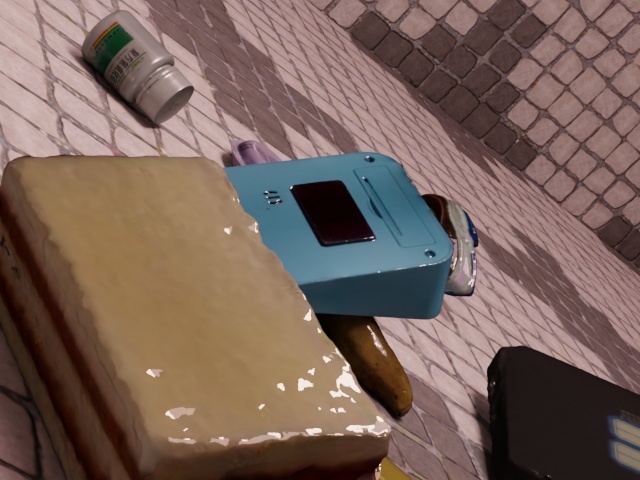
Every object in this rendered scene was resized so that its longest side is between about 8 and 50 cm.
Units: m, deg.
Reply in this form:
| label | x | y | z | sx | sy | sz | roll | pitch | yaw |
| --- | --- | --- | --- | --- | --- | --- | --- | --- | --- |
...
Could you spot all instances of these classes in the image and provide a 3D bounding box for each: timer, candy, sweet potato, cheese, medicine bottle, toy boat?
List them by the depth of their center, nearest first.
| label | x | y | z | sx | sy | sz | roll | pitch | yaw |
| --- | --- | --- | --- | --- | --- | --- | --- | --- | --- |
| candy | -0.107 | 0.078 | 1.018 | 0.179 | 0.135 | 0.321 | -4 | 41 | -32 |
| sweet potato | 0.038 | 0.096 | 1.621 | 0.081 | 0.062 | 0.233 | 33 | 20 | -49 |
| timer | 0.000 | 0.000 | 1.630 | 0.250 | 0.091 | 0.232 | -4 | 38 | -20 |
| medicine bottle | -0.219 | -0.208 | 1.741 | 0.130 | 0.080 | 0.080 | 46 | 15 | 10 |
| cheese | -0.068 | -0.074 | 1.847 | 0.105 | 0.042 | 0.191 | 33 | 19 | -33 |
| toy boat | 0.187 | 0.013 | 2.151 | 0.115 | 0.114 | 0.262 | 44 | 14 | -17 |

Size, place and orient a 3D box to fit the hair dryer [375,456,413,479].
| label | x | y | z | sx | sy | sz | roll | pitch | yaw |
| --- | --- | --- | --- | --- | --- | --- | --- | --- | --- |
| hair dryer | 0.057 | 0.286 | 1.112 | 0.135 | 0.090 | 0.279 | 42 | 20 | -13 |

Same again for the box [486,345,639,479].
| label | x | y | z | sx | sy | sz | roll | pitch | yaw |
| --- | --- | --- | --- | --- | --- | --- | --- | --- | --- |
| box | 0.369 | 0.276 | 1.737 | 0.359 | 0.091 | 0.350 | 25 | 22 | -5 |
